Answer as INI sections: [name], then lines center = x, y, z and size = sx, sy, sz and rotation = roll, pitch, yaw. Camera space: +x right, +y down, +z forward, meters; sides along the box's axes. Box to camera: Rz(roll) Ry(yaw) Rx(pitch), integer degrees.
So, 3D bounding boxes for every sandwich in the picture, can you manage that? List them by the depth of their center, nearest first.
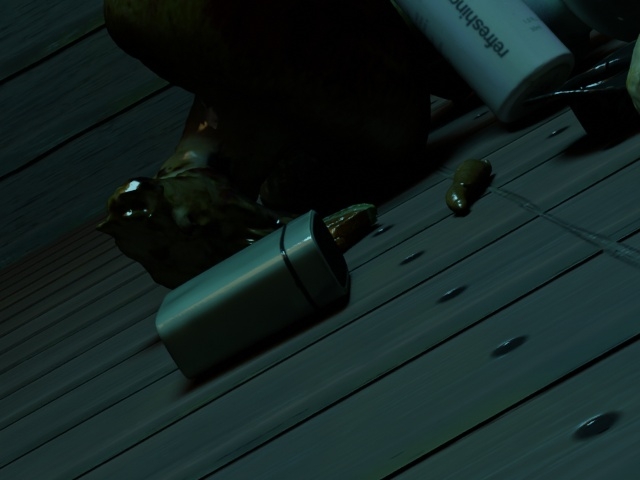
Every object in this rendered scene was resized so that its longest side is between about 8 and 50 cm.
[sandwich]
center = 0.003, -0.002, 1.303
size = 0.101, 0.026, 0.069
rotation = -27, 8, 13

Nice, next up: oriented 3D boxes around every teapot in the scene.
[teapot]
center = 0.258, -0.245, 1.453
size = 0.183, 0.183, 0.251
rotation = -33, -1, -26

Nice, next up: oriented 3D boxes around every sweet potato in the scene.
[sweet potato]
center = 0.113, -0.044, 1.201
size = 0.026, 0.026, 0.115
rotation = -25, 11, 26

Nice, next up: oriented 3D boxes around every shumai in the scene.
[shumai]
center = -0.011, -0.129, 1.703
size = 0.184, 0.142, 0.184
rotation = -32, 9, 5

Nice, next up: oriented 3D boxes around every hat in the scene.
[hat]
center = 0.213, -0.108, 1.157
size = 0.121, 0.050, 0.121
rotation = -24, 11, 5

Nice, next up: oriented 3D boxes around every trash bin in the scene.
[trash bin]
center = -0.048, 0.039, 1.127
size = 0.130, 0.059, 0.116
rotation = -30, 8, 7

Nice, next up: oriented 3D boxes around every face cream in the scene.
[face cream]
center = 0.107, -0.249, 1.446
size = 0.092, 0.311, 0.092
rotation = -33, -19, -13

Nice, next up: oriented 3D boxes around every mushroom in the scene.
[mushroom]
center = -0.051, -0.128, 1.485
size = 0.331, 0.356, 0.334
rotation = 7, 1, -15

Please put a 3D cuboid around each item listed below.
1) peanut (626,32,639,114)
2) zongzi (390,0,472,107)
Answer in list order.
[peanut]
center = 0.274, -0.136, 1.007
size = 0.206, 0.087, 0.087
rotation = -35, 10, -29
[zongzi]
center = 0.094, -0.279, 1.629
size = 0.300, 0.145, 0.274
rotation = 11, -35, -29
